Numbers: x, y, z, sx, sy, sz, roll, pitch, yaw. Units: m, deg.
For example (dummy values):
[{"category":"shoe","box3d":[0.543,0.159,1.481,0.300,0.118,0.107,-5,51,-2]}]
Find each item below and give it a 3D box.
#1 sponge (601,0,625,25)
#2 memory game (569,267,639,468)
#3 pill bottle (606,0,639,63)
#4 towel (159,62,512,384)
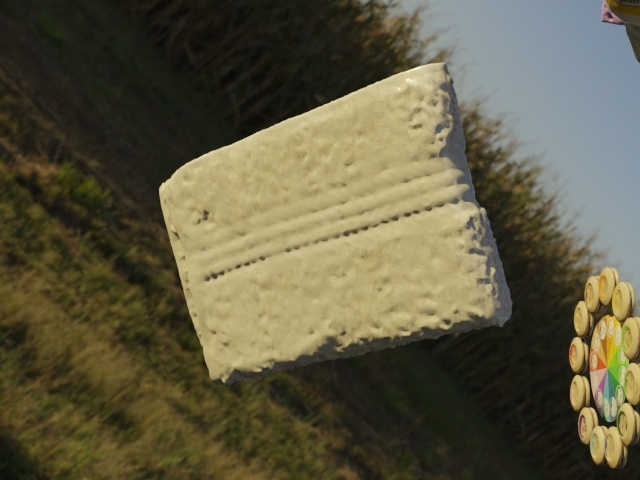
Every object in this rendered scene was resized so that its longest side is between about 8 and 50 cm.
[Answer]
[{"category":"sponge","box3d":[0.435,-0.299,1.115,0.210,0.117,0.031,22,28,39]},{"category":"memory game","box3d":[0.263,0.117,0.888,0.186,0.012,0.186,-178,-90,-87]},{"category":"pill bottle","box3d":[0.266,-0.240,0.731,0.208,0.119,0.119,59,2,-36]},{"category":"towel","box3d":[0.000,0.000,0.721,0.049,0.282,0.187,-14,88,-53]}]
